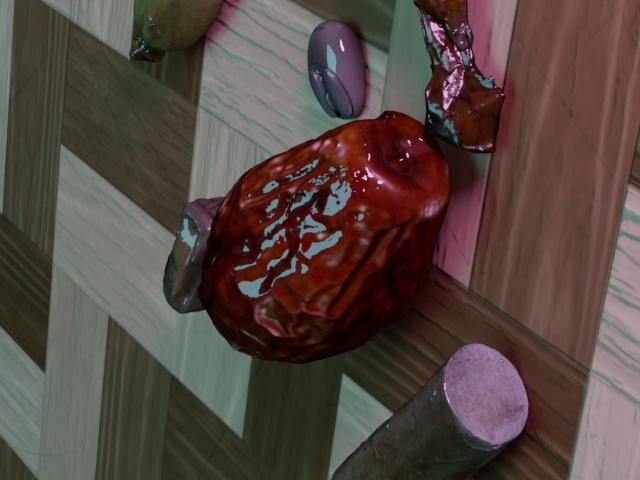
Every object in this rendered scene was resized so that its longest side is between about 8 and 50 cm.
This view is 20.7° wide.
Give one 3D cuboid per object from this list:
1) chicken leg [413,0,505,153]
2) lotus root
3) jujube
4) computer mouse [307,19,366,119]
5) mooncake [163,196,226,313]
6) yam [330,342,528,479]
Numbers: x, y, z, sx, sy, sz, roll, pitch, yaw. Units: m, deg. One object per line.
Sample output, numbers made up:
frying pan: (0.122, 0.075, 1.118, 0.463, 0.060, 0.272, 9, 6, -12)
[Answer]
chicken leg: (0.095, -0.217, 1.499, 0.113, 0.093, 0.304, -21, 83, 46)
lotus root: (-0.150, -0.257, 1.870, 0.183, 0.077, 0.090, -53, 46, 45)
jujube: (0.000, 0.000, 1.587, 0.290, 0.197, 0.197, -45, 59, 44)
computer mouse: (0.012, -0.162, 1.673, 0.066, 0.039, 0.096, 4, 100, 57)
mooncake: (-0.101, 0.012, 1.807, 0.073, 0.125, 0.130, 57, 137, 41)
yam: (0.091, 0.192, 1.581, 0.259, 0.093, 0.093, -50, 55, 49)
